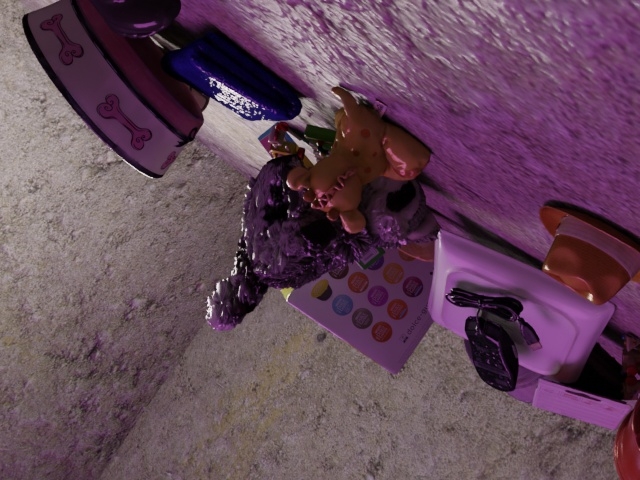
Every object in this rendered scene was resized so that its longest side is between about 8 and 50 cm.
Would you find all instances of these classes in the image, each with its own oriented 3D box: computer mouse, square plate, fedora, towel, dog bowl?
[{"bbox_3d":[0.361,0.193,1.495,0.184,0.060,0.262,8,132,50],"label":"computer mouse"},{"bbox_3d":[0.368,0.148,1.528,0.347,0.049,0.344,25,153,19],"label":"square plate"},{"bbox_3d":[0.350,0.031,1.014,0.194,0.079,0.194,34,176,2],"label":"fedora"},{"bbox_3d":[-0.168,-0.301,1.439,0.228,0.076,0.308,27,179,-22],"label":"towel"},{"bbox_3d":[-0.396,-0.330,1.564,0.408,0.150,0.408,53,-173,-9],"label":"dog bowl"}]

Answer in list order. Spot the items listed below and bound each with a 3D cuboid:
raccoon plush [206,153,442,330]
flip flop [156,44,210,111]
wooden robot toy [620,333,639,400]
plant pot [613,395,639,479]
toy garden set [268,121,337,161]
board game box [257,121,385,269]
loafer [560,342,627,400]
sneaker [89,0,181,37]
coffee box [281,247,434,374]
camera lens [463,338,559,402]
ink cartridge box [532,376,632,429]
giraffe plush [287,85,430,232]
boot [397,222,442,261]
[{"bbox_3d":[0.000,0.000,1.427,0.299,0.446,0.216,5,-121,-35],"label":"raccoon plush"},{"bbox_3d":[-0.378,-0.403,1.819,0.277,0.112,0.080,32,-157,-5],"label":"flip flop"},{"bbox_3d":[0.636,0.253,1.520,0.079,0.173,0.076,-3,-150,14],"label":"wooden robot toy"},{"bbox_3d":[0.706,0.392,1.486,0.272,0.272,0.265,32,169,32],"label":"plant pot"},{"bbox_3d":[-0.012,-0.164,1.462,0.204,0.049,0.244,14,175,7],"label":"toy garden set"},{"bbox_3d":[-0.002,-0.103,1.720,0.242,0.064,0.316,48,-176,-42],"label":"board game box"},{"bbox_3d":[0.529,0.207,1.650,0.366,0.130,0.134,40,150,-9],"label":"loafer"},{"bbox_3d":[-0.341,-0.411,1.192,0.286,0.109,0.130,31,170,18],"label":"sneaker"},{"bbox_3d":[0.126,0.095,2.003,0.334,0.337,0.338,35,178,-5],"label":"coffee box"},{"bbox_3d":[0.512,0.282,1.977,0.219,0.219,0.274,31,176,42],"label":"camera lens"},{"bbox_3d":[0.536,0.320,1.591,0.181,0.056,0.224,14,157,18],"label":"ink cartridge box"},{"bbox_3d":[0.048,-0.107,1.165,0.181,0.170,0.210,33,177,18],"label":"giraffe plush"},{"bbox_3d":[0.177,-0.043,1.695,0.295,0.104,0.211,38,-176,23],"label":"boot"}]
